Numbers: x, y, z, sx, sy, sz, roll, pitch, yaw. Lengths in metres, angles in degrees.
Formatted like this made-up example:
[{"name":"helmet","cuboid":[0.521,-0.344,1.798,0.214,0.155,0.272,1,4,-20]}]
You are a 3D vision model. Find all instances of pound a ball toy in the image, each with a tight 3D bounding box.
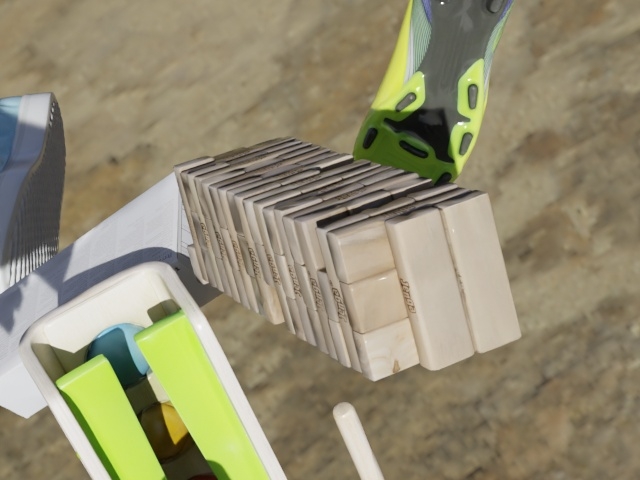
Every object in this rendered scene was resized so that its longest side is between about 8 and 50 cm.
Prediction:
[{"name":"pound a ball toy","cuboid":[-0.068,0.158,1.223,0.208,0.319,0.136,-30,33,-10]}]

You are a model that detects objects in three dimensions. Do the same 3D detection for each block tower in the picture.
[{"name":"block tower","cuboid":[0.000,0.000,1.028,0.091,0.097,0.335,-19,15,-19]}]

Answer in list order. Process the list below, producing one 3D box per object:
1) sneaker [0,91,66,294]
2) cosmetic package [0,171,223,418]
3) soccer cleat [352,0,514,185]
[{"name":"sneaker","cuboid":[-0.360,-0.038,1.705,0.150,0.135,0.366,-8,28,2]},{"name":"cosmetic package","cuboid":[-0.178,0.047,1.301,0.239,0.060,0.099,-32,40,30]},{"name":"soccer cleat","cuboid":[0.100,-0.148,1.324,0.121,0.093,0.289,-75,3,-68]}]
